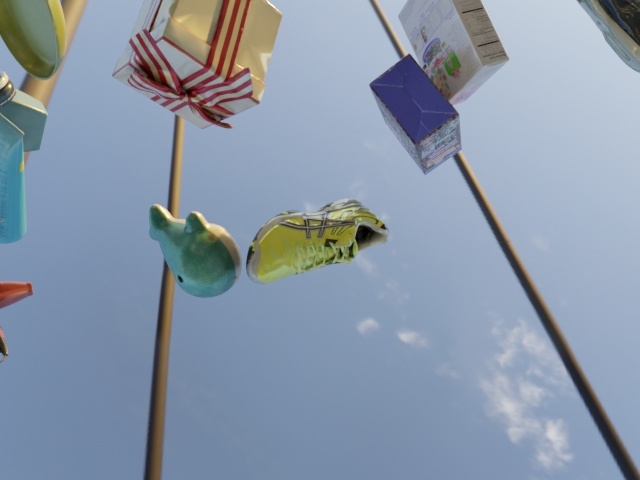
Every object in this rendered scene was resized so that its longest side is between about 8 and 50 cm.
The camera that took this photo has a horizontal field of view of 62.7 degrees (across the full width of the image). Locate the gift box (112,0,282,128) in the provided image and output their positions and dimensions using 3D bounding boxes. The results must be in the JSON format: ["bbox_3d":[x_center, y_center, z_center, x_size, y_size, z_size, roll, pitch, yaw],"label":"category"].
[{"bbox_3d":[-0.245,-0.390,1.054,0.255,0.276,0.258,25,-110,-34],"label":"gift box"}]

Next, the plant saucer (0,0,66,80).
[{"bbox_3d":[-0.488,-0.390,0.867,0.241,0.241,0.037,46,-130,11],"label":"plant saucer"}]

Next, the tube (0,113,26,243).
[{"bbox_3d":[-0.402,-0.079,0.661,0.080,0.207,0.052,34,-136,3],"label":"tube"}]

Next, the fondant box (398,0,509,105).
[{"bbox_3d":[0.367,-0.583,1.497,0.096,0.238,0.330,-19,-98,-19],"label":"fondant box"}]

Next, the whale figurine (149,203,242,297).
[{"bbox_3d":[-0.315,0.027,1.225,0.272,0.216,0.141,32,-135,14],"label":"whale figurine"}]

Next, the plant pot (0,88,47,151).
[{"bbox_3d":[-0.834,-0.318,1.329,0.234,0.165,0.165,6,-155,-40],"label":"plant pot"}]

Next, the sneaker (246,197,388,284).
[{"bbox_3d":[0.000,0.000,1.232,0.385,0.145,0.147,-27,-143,-33],"label":"sneaker"}]

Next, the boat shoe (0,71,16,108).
[{"bbox_3d":[-0.540,-0.152,0.771,0.254,0.079,0.095,-34,-143,4],"label":"boat shoe"}]

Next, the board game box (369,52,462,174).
[{"bbox_3d":[0.285,-0.357,1.536,0.141,0.291,0.232,-36,-107,8],"label":"board game box"}]

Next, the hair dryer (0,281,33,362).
[{"bbox_3d":[-0.790,0.188,1.234,0.224,0.080,0.293,26,-146,-5],"label":"hair dryer"}]

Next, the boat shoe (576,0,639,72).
[{"bbox_3d":[0.392,-0.337,0.705,0.233,0.079,0.084,46,-156,-6],"label":"boat shoe"}]
